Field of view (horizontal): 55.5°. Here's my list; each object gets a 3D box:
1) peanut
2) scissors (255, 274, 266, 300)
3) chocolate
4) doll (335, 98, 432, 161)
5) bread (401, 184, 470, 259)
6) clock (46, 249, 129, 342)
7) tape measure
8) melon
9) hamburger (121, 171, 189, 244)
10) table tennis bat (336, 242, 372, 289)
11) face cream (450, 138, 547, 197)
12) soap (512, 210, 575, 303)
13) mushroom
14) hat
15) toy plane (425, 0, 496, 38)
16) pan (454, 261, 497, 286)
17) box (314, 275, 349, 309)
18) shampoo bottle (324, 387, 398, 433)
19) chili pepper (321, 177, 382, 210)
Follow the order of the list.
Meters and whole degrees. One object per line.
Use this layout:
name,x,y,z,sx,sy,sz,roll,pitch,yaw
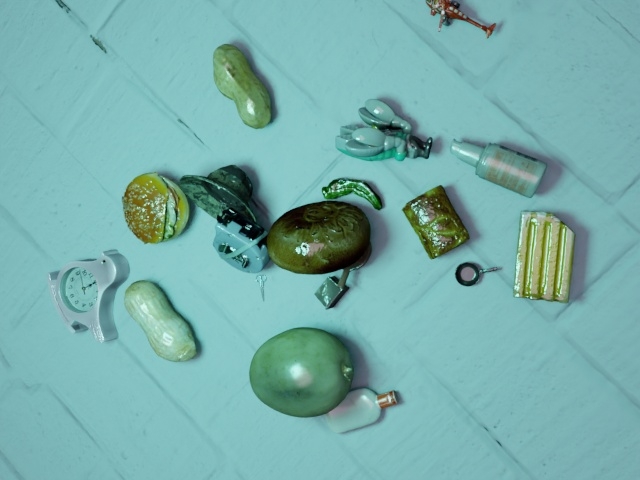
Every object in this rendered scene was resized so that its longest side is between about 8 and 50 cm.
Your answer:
peanut,-0.236,-0.449,1.795,0.125,0.111,0.275,-33,83,20
scissors,-0.181,0.146,1.867,0.036,0.006,0.083,-5,92,19
chocolate,-0.506,0.258,1.906,0.134,0.134,0.309,-44,81,14
doll,0.171,-0.298,1.680,0.258,0.195,0.153,-7,128,-8
bread,0.314,-0.048,1.657,0.132,0.103,0.172,-29,81,9
clock,-0.736,0.191,1.998,0.275,0.080,0.291,-24,87,17
tape measure,-0.228,0.014,1.782,0.181,0.107,0.182,30,146,5
melon,-0.051,0.370,1.715,0.307,0.272,0.272,7,95,10
hamburger,-0.511,-0.101,1.876,0.236,0.147,0.237,4,101,20
table tennis bat,0.110,0.082,1.777,0.107,0.119,0.170,12,70,36
face cream,0.459,-0.204,1.607,0.251,0.101,0.101,25,100,14
soap,0.586,0.041,1.597,0.140,0.073,0.232,5,94,15
mushroom,-0.005,-0.014,1.680,0.296,0.278,0.163,-19,109,-22
hat,-0.273,-0.151,1.802,0.265,0.265,0.128,28,69,13
toy plane,0.374,-0.611,1.626,0.194,0.077,0.126,10,100,8
pan,0.428,0.088,1.672,0.115,0.023,0.069,-12,89,20
box,0.030,0.151,1.779,0.063,0.060,0.085,42,105,15
shampoo bottle,0.120,0.487,1.773,0.220,0.051,0.108,-22,84,17
chili pepper,0.094,-0.139,1.747,0.182,0.050,0.073,13,90,13
